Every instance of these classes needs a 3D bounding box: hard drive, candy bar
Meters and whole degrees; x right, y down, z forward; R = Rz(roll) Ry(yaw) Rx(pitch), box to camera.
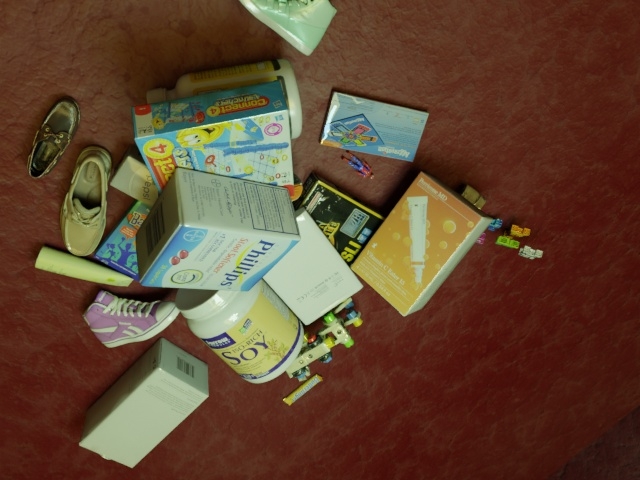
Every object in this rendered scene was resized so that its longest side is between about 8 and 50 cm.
[{"bbox_3d":[-0.045,0.081,1.477,0.210,0.040,0.319,-34,121,5],"label":"hard drive"},{"bbox_3d":[-0.059,0.519,1.817,0.161,0.018,0.040,-39,121,9],"label":"candy bar"}]

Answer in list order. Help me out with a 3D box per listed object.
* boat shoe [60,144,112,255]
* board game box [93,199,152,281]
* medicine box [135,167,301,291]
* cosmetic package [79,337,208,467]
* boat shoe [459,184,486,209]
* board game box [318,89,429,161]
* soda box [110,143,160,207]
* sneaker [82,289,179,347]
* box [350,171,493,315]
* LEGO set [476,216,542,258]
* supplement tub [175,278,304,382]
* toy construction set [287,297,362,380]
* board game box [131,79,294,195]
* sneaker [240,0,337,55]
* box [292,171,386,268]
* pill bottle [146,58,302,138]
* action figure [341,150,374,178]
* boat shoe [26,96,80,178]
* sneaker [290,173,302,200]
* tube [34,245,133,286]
[{"bbox_3d":[-0.588,-0.083,1.298,0.109,0.098,0.303,14,114,-21],"label":"boat shoe"},{"bbox_3d":[-0.479,0.000,1.403,0.160,0.047,0.210,35,104,-28],"label":"board game box"},{"bbox_3d":[-0.240,-0.010,1.203,0.289,0.149,0.263,8,144,-36],"label":"medicine box"},{"bbox_3d":[-0.537,0.502,1.601,0.365,0.155,0.197,-42,119,10],"label":"cosmetic package"},{"bbox_3d":[0.377,-0.054,1.579,0.088,0.096,0.267,42,109,-1],"label":"boat shoe"},{"bbox_3d":[0.146,-0.307,1.412,0.281,0.027,0.145,8,114,-19],"label":"board game box"},{"bbox_3d":[-0.381,-0.122,1.333,0.286,0.098,0.091,32,106,-27],"label":"soda box"},{"bbox_3d":[-0.536,0.197,1.438,0.281,0.102,0.161,-21,117,16],"label":"sneaker"},{"bbox_3d":[0.287,0.010,1.485,0.345,0.215,0.168,-56,158,17],"label":"box"},{"bbox_3d":[0.583,-0.011,1.656,0.227,0.093,0.087,18,77,5],"label":"LEGO set"},{"bbox_3d":[-0.225,0.220,1.479,0.241,0.241,0.331,-35,121,5],"label":"supplement tub"},{"bbox_3d":[-0.019,0.320,1.625,0.151,0.215,0.328,39,109,-8],"label":"toy construction set"},{"bbox_3d":[-0.218,-0.186,1.148,0.301,0.086,0.308,-13,152,-7],"label":"board game box"},{"bbox_3d":[-0.080,-0.554,1.175,0.255,0.094,0.151,25,115,-36],"label":"sneaker"},{"bbox_3d":[0.000,0.000,1.514,0.257,0.079,0.322,27,108,-28],"label":"box"},{"bbox_3d":[-0.222,-0.307,1.221,0.333,0.188,0.188,-11,120,-8],"label":"pill bottle"},{"bbox_3d":[0.110,-0.207,1.458,0.115,0.030,0.038,33,101,-30],"label":"action figure"},{"bbox_3d":[-0.626,-0.236,1.221,0.073,0.073,0.207,24,108,-24],"label":"boat shoe"},{"bbox_3d":[-0.179,-0.159,1.371,0.262,0.121,0.099,25,78,-3],"label":"sneaker"},{"bbox_3d":[-0.629,0.080,1.396,0.240,0.070,0.062,21,106,-24],"label":"tube"}]
